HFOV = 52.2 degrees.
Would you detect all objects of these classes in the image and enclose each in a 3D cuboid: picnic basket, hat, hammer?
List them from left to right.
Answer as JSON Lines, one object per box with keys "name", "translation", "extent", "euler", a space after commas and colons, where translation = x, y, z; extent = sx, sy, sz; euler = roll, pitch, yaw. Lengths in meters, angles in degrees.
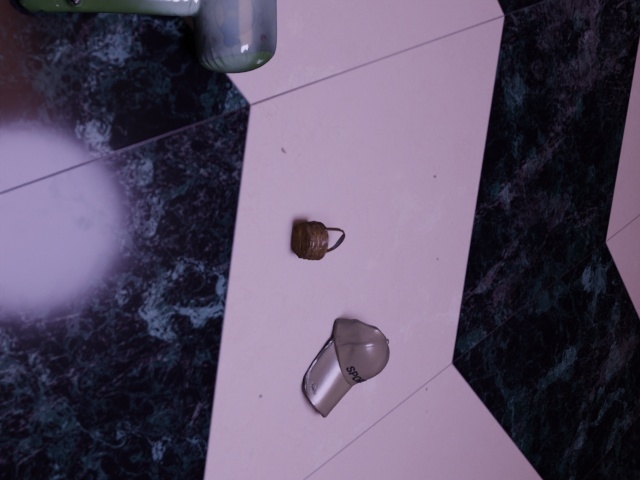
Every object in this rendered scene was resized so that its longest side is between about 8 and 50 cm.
{"name": "hammer", "translation": [-0.210, -0.319, 0.837], "extent": [0.335, 0.118, 0.207], "euler": [-10, 103, -32]}
{"name": "picnic basket", "translation": [0.000, 0.000, 1.087], "extent": [0.083, 0.072, 0.072], "euler": [1, 98, -31]}
{"name": "hat", "translation": [0.057, 0.242, 1.169], "extent": [0.175, 0.084, 0.147], "euler": [-53, 127, -21]}
